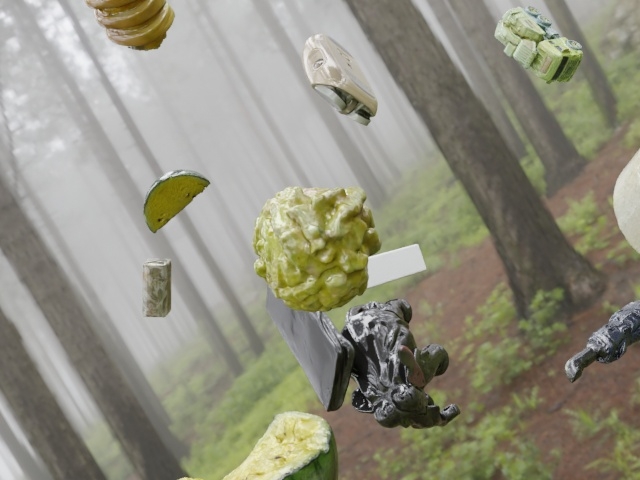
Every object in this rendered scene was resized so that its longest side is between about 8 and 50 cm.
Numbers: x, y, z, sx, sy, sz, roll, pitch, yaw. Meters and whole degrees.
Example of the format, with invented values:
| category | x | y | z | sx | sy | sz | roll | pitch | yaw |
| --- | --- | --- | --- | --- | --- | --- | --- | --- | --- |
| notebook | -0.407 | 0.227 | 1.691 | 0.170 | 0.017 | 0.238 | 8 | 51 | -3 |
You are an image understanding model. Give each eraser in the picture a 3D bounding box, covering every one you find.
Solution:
| category | x | y | z | sx | sy | sz | roll | pitch | yaw |
| --- | --- | --- | --- | --- | --- | --- | --- | --- | --- |
| eraser | 0.143 | 0.081 | 2.504 | 0.298 | 0.078 | 0.076 | -14 | -7 | -41 |

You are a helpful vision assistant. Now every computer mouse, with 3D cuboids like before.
| category | x | y | z | sx | sy | sz | roll | pitch | yaw |
| --- | --- | --- | --- | --- | --- | --- | --- | --- | --- |
| computer mouse | 0.033 | -0.320 | 1.916 | 0.082 | 0.145 | 0.236 | -41 | 43 | 20 |

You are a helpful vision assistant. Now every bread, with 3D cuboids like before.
| category | x | y | z | sx | sy | sz | roll | pitch | yaw |
| --- | --- | --- | --- | --- | --- | --- | --- | --- | --- |
| bread | -0.300 | -0.364 | 1.451 | 0.119 | 0.177 | 0.084 | 7 | 56 | 31 |

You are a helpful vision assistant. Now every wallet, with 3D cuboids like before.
| category | x | y | z | sx | sy | sz | roll | pitch | yaw |
| --- | --- | --- | --- | --- | --- | --- | --- | --- | --- |
| wallet | -0.037 | 0.191 | 2.156 | 0.051 | 0.377 | 0.197 | -10 | -50 | -26 |

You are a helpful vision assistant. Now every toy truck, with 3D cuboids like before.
| category | x | y | z | sx | sy | sz | roll | pitch | yaw |
| --- | --- | --- | --- | --- | --- | --- | --- | --- | --- |
| toy truck | 0.435 | -0.404 | 1.976 | 0.116 | 0.191 | 0.085 | -12 | -39 | -37 |

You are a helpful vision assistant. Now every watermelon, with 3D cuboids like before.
| category | x | y | z | sx | sy | sz | roll | pitch | yaw |
| --- | --- | --- | --- | --- | --- | --- | --- | --- | --- |
| watermelon | -0.351 | -0.107 | 2.204 | 0.181 | 0.092 | 0.075 | -38 | -8 | 10 |
| watermelon | -0.096 | 0.424 | 1.534 | 0.331 | 0.189 | 0.331 | -26 | 14 | 7 |

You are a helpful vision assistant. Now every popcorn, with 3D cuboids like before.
| category | x | y | z | sx | sy | sz | roll | pitch | yaw |
| --- | --- | --- | --- | --- | --- | --- | --- | --- | --- |
| popcorn | 0.000 | 0.000 | 1.719 | 0.259 | 0.259 | 0.212 | -30 | -8 | -8 |

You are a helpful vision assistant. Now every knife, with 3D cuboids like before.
| category | x | y | z | sx | sy | sz | roll | pitch | yaw |
| --- | --- | --- | --- | --- | --- | --- | --- | --- | --- |
| knife | 0.170 | 0.238 | 1.775 | 0.035 | 0.018 | 0.247 | -66 | -25 | -17 |

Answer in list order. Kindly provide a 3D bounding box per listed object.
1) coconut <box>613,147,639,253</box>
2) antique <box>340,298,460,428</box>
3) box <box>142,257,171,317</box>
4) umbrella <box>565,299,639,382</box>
| category | x | y | z | sx | sy | sz | roll | pitch | yaw |
| --- | --- | --- | --- | --- | --- | --- | --- | --- | --- |
| coconut | 0.599 | -0.072 | 1.540 | 0.237 | 0.237 | 0.266 | -31 | -22 | -14 |
| antique | 0.161 | 0.280 | 2.129 | 0.185 | 0.322 | 0.255 | -40 | -20 | 17 |
| box | -0.277 | 0.080 | 1.636 | 0.045 | 0.098 | 0.062 | 3 | 7 | 0 |
| umbrella | 0.479 | 0.160 | 1.583 | 0.248 | 0.070 | 0.071 | -22 | -2 | -35 |
